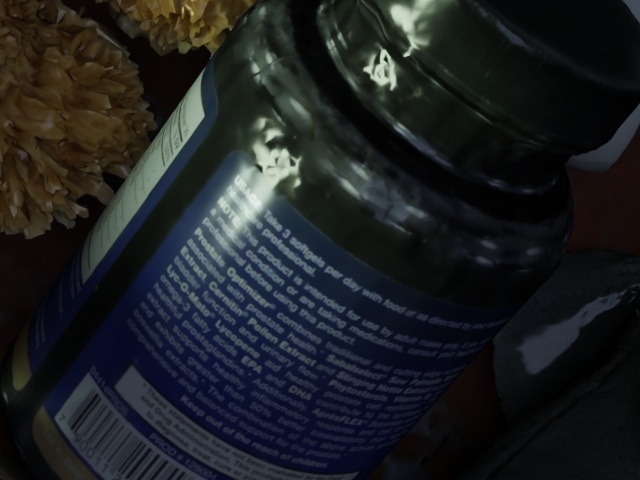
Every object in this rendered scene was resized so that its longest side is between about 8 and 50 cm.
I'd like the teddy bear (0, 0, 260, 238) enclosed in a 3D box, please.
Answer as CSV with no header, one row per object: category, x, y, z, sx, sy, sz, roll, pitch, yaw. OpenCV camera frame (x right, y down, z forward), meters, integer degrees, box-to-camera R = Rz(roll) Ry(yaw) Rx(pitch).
teddy bear,-0.156,-0.150,0.525,0.245,0.113,0.338,-28,106,8

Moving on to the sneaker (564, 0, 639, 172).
sneaker,0.025,-0.200,0.571,0.236,0.130,0.322,11,101,1

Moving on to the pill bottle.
pill bottle,0.000,0.000,0.533,0.123,0.123,0.219,32,120,-12

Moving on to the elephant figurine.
elephant figurine,0.134,0.069,0.611,0.169,0.186,0.239,20,80,26

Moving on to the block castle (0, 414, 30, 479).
block castle,-0.238,0.146,0.505,0.453,0.213,0.303,44,87,-11
